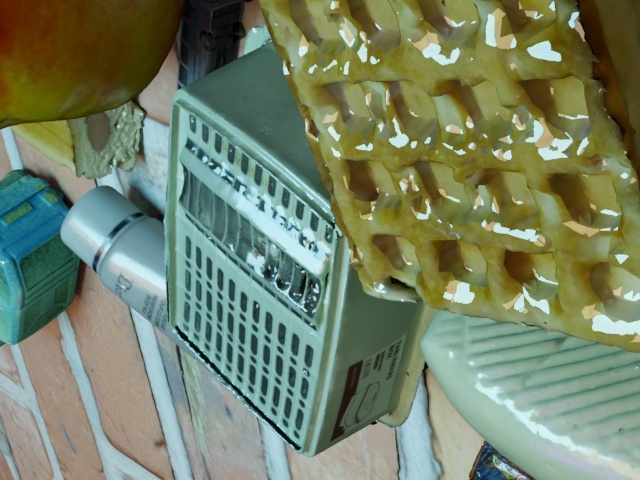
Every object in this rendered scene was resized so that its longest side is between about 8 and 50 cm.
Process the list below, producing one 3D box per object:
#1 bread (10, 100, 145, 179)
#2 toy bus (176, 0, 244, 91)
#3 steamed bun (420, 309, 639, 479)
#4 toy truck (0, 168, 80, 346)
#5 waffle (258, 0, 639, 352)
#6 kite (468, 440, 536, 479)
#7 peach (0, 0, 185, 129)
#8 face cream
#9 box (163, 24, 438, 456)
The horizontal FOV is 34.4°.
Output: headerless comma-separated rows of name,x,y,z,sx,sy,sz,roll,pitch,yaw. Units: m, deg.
bread,-0.266,-0.148,1.072,0.173,0.085,0.134,35,142,29
toy bus,-0.098,-0.161,0.895,0.052,0.037,0.131,46,145,27
steamed bun,0.190,0.093,0.616,0.238,0.170,0.153,29,156,40
toy truck,-0.405,0.037,1.332,0.156,0.155,0.279,40,142,12
waffle,0.069,-0.105,0.482,0.212,0.091,0.308,9,129,49
kite,0.186,0.221,0.843,0.189,0.009,0.232,-9,108,53
peach,-0.291,-0.250,0.792,0.388,0.388,0.388,31,137,35
face cream,-0.136,0.064,1.085,0.314,0.089,0.143,38,142,11
box,0.000,0.000,0.773,0.220,0.166,0.291,39,141,27
